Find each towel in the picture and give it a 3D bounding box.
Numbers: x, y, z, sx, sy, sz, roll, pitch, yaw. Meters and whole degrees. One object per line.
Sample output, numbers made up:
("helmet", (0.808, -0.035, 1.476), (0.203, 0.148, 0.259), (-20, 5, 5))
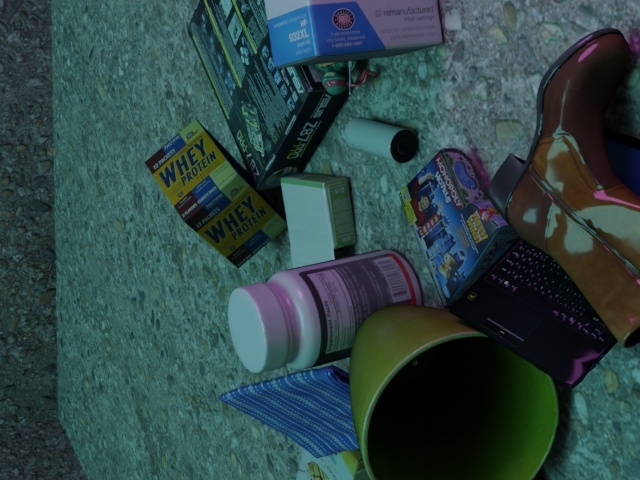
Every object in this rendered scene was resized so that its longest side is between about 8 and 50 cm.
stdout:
("towel", (0.005, 0.301, 1.754), (0.336, 0.243, 0.040), (-23, 40, 50))

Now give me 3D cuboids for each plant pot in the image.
("plant pot", (0.149, 0.204, 1.476), (0.293, 0.274, 0.275), (-131, 37, -67))

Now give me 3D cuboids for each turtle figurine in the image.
("turtle figurine", (0.008, -0.321, 1.654), (0.175, 0.118, 0.234), (-12, 74, 29))

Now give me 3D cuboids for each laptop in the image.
("laptop", (0.289, 0.002, 1.246), (0.136, 0.264, 0.234), (52, 169, -35))

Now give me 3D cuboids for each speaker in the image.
("speaker", (0.095, -0.159, 1.626), (0.136, 0.055, 0.055), (26, 122, 56))

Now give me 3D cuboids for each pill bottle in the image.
("pill bottle", (0.006, 0.115, 1.649), (0.161, 0.283, 0.161), (31, 127, 54))

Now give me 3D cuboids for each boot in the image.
("boot", (0.326, -0.066, 1.134), (0.264, 0.096, 0.280), (-57, 41, 19))

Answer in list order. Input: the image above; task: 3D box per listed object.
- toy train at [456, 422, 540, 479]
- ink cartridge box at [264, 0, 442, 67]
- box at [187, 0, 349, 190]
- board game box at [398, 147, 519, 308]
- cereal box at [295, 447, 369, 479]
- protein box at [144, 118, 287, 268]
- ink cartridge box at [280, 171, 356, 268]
("toy train", (0.268, 0.391, 1.495), (0.248, 0.105, 0.143), (-124, 17, -51))
("ink cartridge box", (0.034, -0.415, 1.464), (0.129, 0.223, 0.307), (1, 101, 60))
("box", (-0.107, -0.339, 1.885), (0.395, 0.097, 0.318), (66, 147, 22))
("board game box", (0.208, -0.028, 1.464), (0.194, 0.060, 0.194), (-46, 60, 56))
("cereal box", (0.025, 0.441, 1.984), (0.173, 0.047, 0.240), (48, 139, 42))
("protein box", (-0.202, -0.091, 2.006), (0.200, 0.136, 0.201), (52, -176, 40))
("ink cartridge box", (0.000, 0.000, 1.860), (0.171, 0.056, 0.235), (12, 114, 60))
